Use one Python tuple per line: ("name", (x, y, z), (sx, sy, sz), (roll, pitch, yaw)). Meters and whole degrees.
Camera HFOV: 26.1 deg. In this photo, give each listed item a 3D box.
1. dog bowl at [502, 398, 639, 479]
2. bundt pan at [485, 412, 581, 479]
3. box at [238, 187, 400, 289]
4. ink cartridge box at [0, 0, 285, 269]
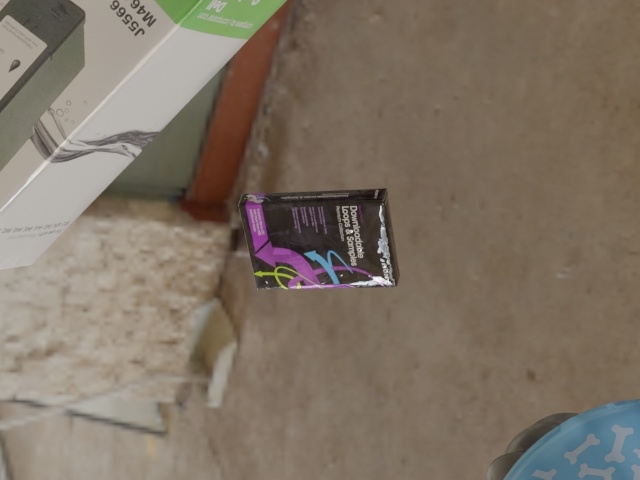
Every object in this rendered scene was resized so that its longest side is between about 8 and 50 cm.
("dog bowl", (0.244, 0.204, 0.849), (0.166, 0.297, 0.074), (-61, 26, 19))
("bundt pan", (0.221, 0.317, 1.361), (0.124, 0.331, 0.331), (17, 104, 27))
("box", (0.000, 0.000, 1.503), (0.029, 0.162, 0.116), (-75, -22, -54))
("ink cartridge box", (-0.174, -0.140, 0.824), (0.273, 0.115, 0.198), (-44, 81, 15))
